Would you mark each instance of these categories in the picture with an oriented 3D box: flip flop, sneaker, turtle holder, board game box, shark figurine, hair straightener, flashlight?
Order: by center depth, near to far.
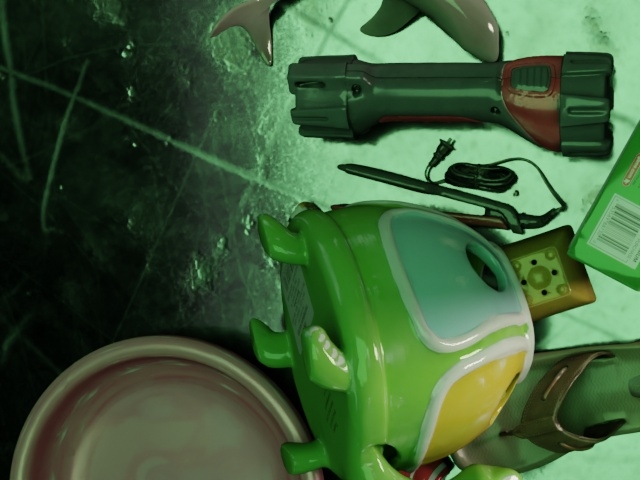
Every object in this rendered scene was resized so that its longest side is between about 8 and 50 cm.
[{"bbox_3d":[0.302,-0.082,1.177,0.064,0.316,0.242,30,97,11],"label":"board game box"},{"bbox_3d":[0.078,0.102,1.248,0.227,0.320,0.243,-9,120,-15],"label":"turtle holder"},{"bbox_3d":[0.251,0.157,1.312,0.277,0.080,0.112,-13,88,13],"label":"flip flop"},{"bbox_3d":[0.128,-0.132,1.330,0.304,0.103,0.103,1,107,15],"label":"flashlight"},{"bbox_3d":[0.035,-0.261,1.345,0.278,0.116,0.166,2,90,11],"label":"shark figurine"},{"bbox_3d":[0.127,-0.057,1.356,0.230,0.047,0.089,7,92,13],"label":"hair straightener"},{"bbox_3d":[0.075,0.248,1.374,0.118,0.042,0.067,-41,78,8],"label":"sneaker"},{"bbox_3d":[0.000,0.000,1.399,0.083,0.032,0.037,49,114,13],"label":"sneaker"}]

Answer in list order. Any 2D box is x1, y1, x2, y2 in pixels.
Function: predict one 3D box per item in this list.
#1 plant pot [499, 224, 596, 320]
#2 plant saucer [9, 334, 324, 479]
[{"bbox_3d":[0.212,0.035,1.319,0.081,0.083,0.081,-19,87,13],"label":"plant pot"},{"bbox_3d":[-0.151,0.260,1.407,0.332,0.084,0.332,0,91,14],"label":"plant saucer"}]
